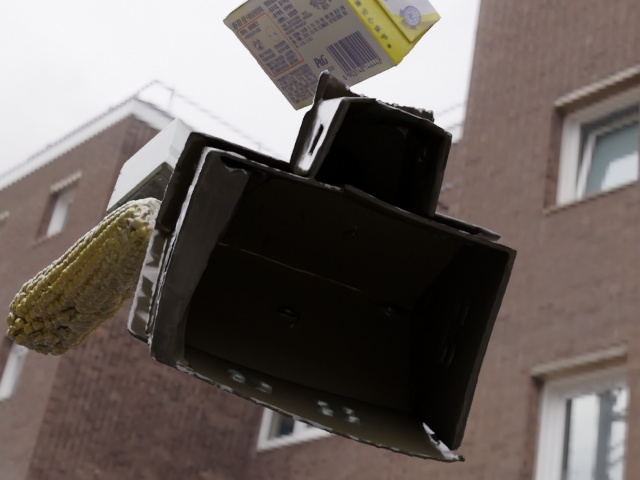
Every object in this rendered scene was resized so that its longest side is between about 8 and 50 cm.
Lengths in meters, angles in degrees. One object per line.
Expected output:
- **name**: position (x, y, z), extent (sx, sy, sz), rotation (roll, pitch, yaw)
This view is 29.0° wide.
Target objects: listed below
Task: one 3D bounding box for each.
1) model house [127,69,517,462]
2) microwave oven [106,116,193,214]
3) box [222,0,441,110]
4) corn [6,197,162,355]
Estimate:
- **model house**: position (0.000, 0.000, 0.810), extent (0.211, 0.204, 0.243), rotation (19, 2, -10)
- **microwave oven**: position (-0.192, -0.036, 1.924), extent (0.145, 0.194, 0.240), rotation (-37, -67, 24)
- **box**: position (0.009, -0.278, 1.554), extent (0.168, 0.097, 0.265), rotation (50, -27, -12)
- **corn**: position (-0.251, 0.044, 1.361), extent (0.097, 0.097, 0.320), rotation (26, -39, -26)
